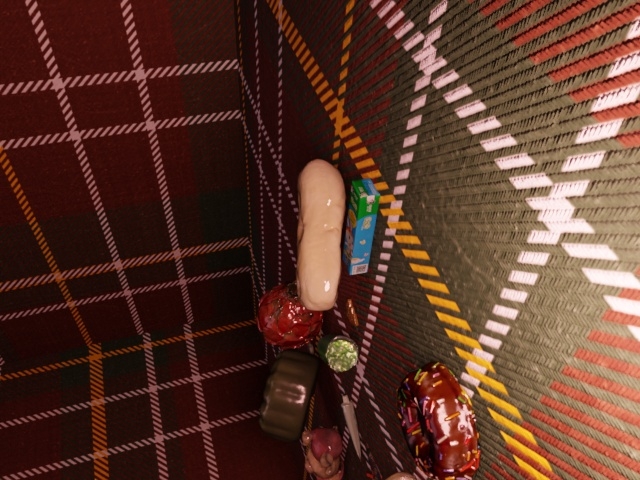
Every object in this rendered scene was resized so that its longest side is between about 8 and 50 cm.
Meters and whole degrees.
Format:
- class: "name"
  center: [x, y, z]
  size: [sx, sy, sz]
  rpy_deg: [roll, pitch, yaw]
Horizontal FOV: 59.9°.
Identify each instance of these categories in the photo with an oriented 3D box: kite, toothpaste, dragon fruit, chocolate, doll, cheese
- class: "kite"
  center: [0.172, 0.751, 1.734]
  size: [0.189, 0.009, 0.232]
  rpy_deg: [141, 117, -74]
- class: "toothpaste"
  center: [0.106, 0.618, 1.839]
  size: [0.064, 0.041, 0.217]
  rpy_deg: [-165, 62, -88]
- class: "dragon fruit"
  center: [-0.104, 0.258, 1.994]
  size: [0.244, 0.245, 0.298]
  rpy_deg: [-116, 38, -46]
- class: "chocolate"
  center: [0.041, 0.346, 1.768]
  size: [0.291, 0.110, 0.110]
  rpy_deg: [155, 104, -79]
- class: "toothpaste"
  center: [0.096, -0.027, 1.351]
  size: [0.266, 0.050, 0.065]
  rpy_deg: [94, 162, -45]
- class: "doll"
  center: [0.011, 0.837, 2.151]
  size: [0.255, 0.152, 0.196]
  rpy_deg: [87, 178, -45]
- class: "cheese"
  center: [0.000, 0.000, 1.464]
  size: [0.328, 0.130, 0.350]
  rpy_deg: [-89, 0, -48]

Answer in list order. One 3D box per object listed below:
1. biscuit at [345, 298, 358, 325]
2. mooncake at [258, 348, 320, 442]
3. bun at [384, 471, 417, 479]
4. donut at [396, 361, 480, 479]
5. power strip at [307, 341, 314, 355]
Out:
- class: "biscuit"
  center: [0.090, 0.219, 1.636]
  size: [0.082, 0.016, 0.092]
  rpy_deg: [93, 162, -44]
- class: "mooncake"
  center: [-0.122, 0.603, 2.185]
  size: [0.351, 0.188, 0.350]
  rpy_deg: [16, -90, -83]
- class: "bun"
  center: [0.197, 0.661, 1.351]
  size: [0.166, 0.114, 0.173]
  rpy_deg: [101, 152, -56]
- class: "donut"
  center: [0.221, 0.357, 1.080]
  size: [0.235, 0.090, 0.234]
  rpy_deg: [170, 90, -75]
- class: "power strip"
  center: [-0.039, 0.485, 2.342]
  size: [0.051, 0.019, 0.136]
  rpy_deg: [-135, 36, -68]
